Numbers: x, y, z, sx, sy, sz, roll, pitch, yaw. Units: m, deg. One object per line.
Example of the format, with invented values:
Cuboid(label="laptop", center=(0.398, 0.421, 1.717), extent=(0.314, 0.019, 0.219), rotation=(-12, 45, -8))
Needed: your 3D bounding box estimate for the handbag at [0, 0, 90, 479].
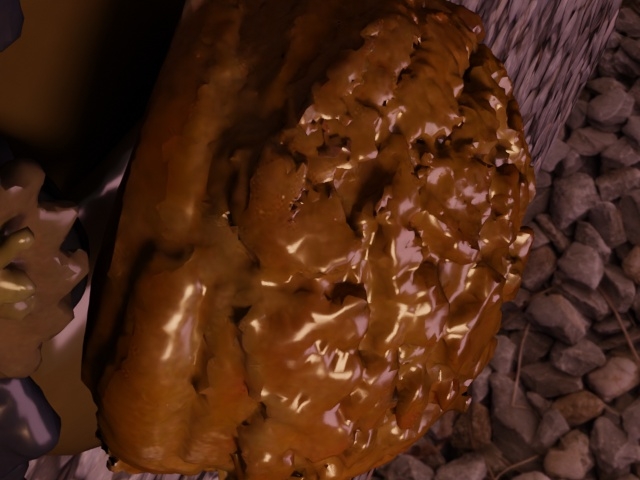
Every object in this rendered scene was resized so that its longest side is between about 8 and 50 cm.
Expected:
Cuboid(label="handbag", center=(-0.209, 0.002, 0.385), extent=(0.303, 0.329, 0.122), rotation=(96, -19, -53))

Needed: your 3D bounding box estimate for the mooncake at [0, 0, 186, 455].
Cuboid(label="mooncake", center=(-0.093, -0.163, 0.670), extent=(0.467, 0.262, 0.467), rotation=(-56, 163, -27))

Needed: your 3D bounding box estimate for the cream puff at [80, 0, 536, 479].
Cuboid(label="cream puff", center=(0.000, 0.000, 0.522), extent=(0.165, 0.115, 0.150), rotation=(114, -4, -68))
